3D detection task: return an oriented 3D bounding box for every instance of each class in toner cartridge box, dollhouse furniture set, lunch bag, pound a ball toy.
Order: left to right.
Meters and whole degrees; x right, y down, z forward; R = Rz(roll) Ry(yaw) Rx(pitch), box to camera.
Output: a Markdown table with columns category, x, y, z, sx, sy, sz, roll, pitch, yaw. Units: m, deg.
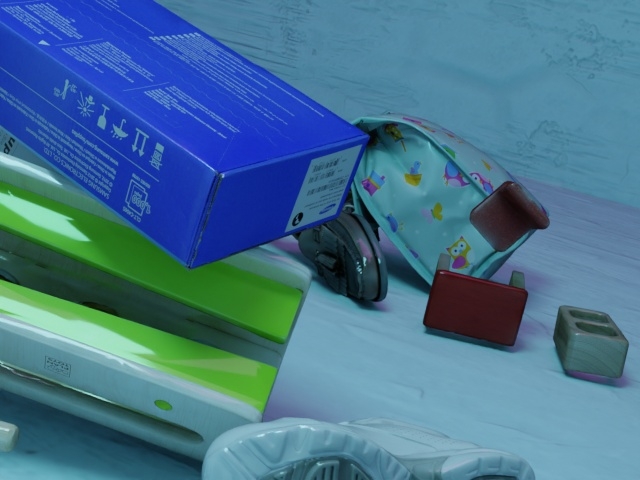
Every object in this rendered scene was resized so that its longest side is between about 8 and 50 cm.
| category | x | y | z | sx | sy | sz | roll | pitch | yaw |
| --- | --- | --- | --- | --- | --- | --- | --- | --- | --- |
| pound a ball toy | -0.191 | 0.076 | 0.779 | 0.319 | 0.208 | 0.135 | 19 | -33 | -1 |
| toner cartridge box | -0.151 | -0.115 | 0.839 | 0.348 | 0.075 | 0.165 | 35 | 30 | 25 |
| lunch bag | 0.145 | -0.064 | 1.509 | 0.262 | 0.160 | 0.223 | 44 | 18 | 7 |
| dollhouse furniture set | 0.310 | 0.045 | 1.220 | 0.374 | 0.201 | 0.152 | 13 | 12 | 1 |

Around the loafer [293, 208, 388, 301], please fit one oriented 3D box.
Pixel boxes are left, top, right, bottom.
| category | x | y | z | sx | sy | sz | roll | pitch | yaw |
| --- | --- | --- | --- | --- | --- | --- | --- | --- | --- |
| loafer | 0.000 | 0.000 | 1.389 | 0.084 | 0.096 | 0.267 | -9 | 29 | -16 |

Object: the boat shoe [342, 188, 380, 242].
| category | x | y | z | sx | sy | sz | roll | pitch | yaw |
| --- | --- | --- | --- | --- | --- | --- | --- | --- | --- |
| boat shoe | 0.039 | -0.019 | 1.563 | 0.084 | 0.079 | 0.233 | 12 | 13 | -6 |

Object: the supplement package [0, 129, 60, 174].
| category | x | y | z | sx | sy | sz | roll | pitch | yaw |
| --- | --- | --- | --- | --- | --- | --- | --- | --- | --- |
| supplement package | -0.232 | -0.070 | 1.009 | 0.177 | 0.175 | 0.293 | -2 | 46 | -47 |

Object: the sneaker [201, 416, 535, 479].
| category | x | y | z | sx | sy | sz | roll | pitch | yaw |
| --- | --- | --- | --- | --- | --- | --- | --- | --- | --- |
| sneaker | 0.017 | 0.152 | 0.737 | 0.232 | 0.090 | 0.115 | 15 | 1 | -33 |
